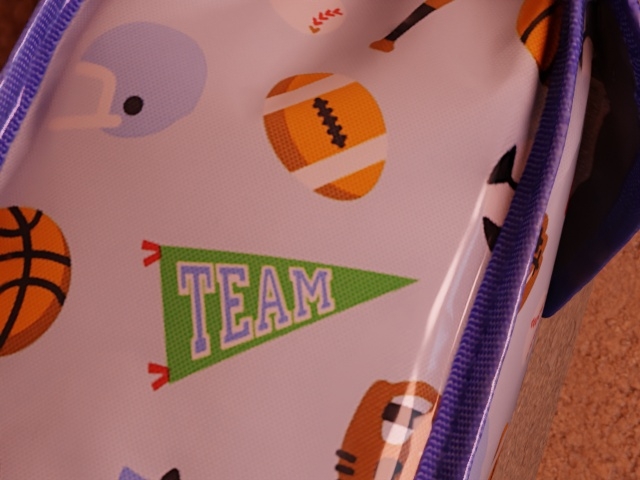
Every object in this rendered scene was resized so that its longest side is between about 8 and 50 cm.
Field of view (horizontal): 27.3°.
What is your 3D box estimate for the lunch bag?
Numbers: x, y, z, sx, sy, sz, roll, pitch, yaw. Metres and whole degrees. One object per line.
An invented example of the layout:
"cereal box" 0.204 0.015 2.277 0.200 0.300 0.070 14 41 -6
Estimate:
"lunch bag" 0.000 0.000 0.571 0.328 0.239 0.385 88 22 -75
